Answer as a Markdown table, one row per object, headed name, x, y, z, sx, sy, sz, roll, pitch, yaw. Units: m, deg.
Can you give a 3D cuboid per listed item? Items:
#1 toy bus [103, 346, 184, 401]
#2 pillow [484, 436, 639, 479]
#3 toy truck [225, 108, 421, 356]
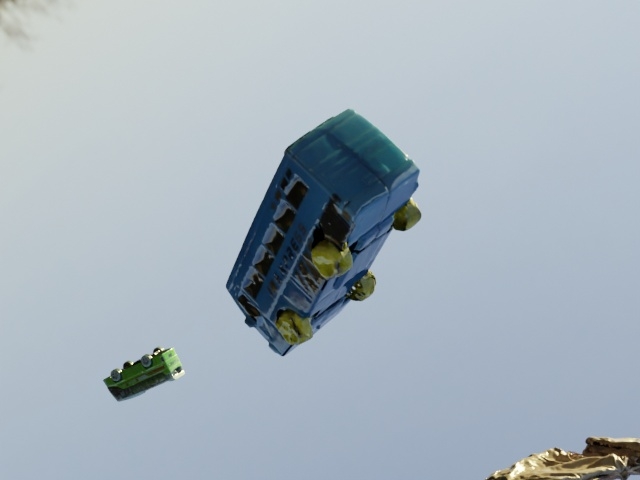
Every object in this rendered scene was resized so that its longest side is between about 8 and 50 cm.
| name | x | y | z | sx | sy | sz | roll | pitch | yaw |
| --- | --- | --- | --- | --- | --- | --- | --- | --- | --- |
| toy bus | -0.181 | 0.136 | 1.681 | 0.083 | 0.037 | 0.031 | -25 | -177 | 30 |
| pillow | 0.334 | 0.280 | 2.061 | 0.248 | 0.049 | 0.135 | -10 | -175 | -32 |
| toy truck | 0.000 | 0.000 | 2.187 | 0.161 | 0.162 | 0.385 | -36 | 164 | -32 |
